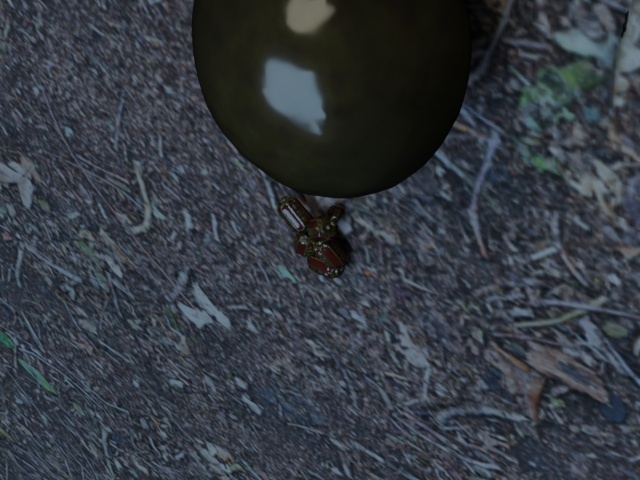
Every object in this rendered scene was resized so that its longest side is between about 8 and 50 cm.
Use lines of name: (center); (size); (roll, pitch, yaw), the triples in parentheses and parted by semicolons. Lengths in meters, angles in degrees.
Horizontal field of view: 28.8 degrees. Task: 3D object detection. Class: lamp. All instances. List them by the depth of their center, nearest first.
lamp: (0.000, 0.000, 1.018); (0.063, 0.031, 0.083); (26, 150, 36)

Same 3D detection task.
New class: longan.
longan: (0.005, -0.120, 0.728); (0.204, 0.159, 0.184); (-99, -5, -71)
